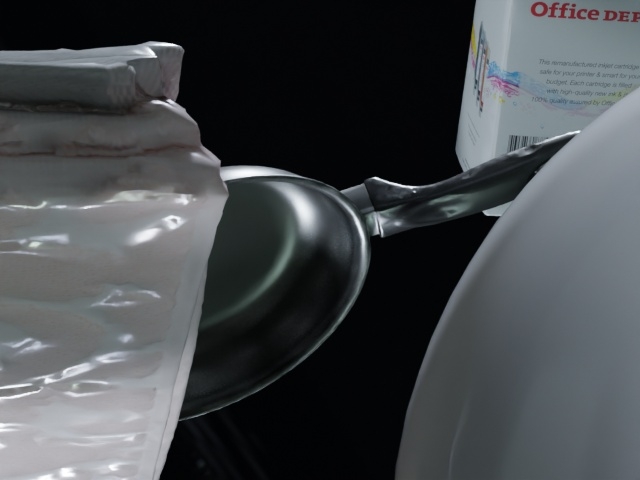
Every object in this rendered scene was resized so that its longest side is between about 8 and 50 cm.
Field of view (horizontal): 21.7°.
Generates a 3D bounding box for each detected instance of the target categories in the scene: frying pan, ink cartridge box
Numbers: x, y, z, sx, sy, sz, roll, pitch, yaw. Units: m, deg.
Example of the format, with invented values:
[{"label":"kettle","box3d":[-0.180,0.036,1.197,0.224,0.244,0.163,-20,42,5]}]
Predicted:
[{"label":"frying pan","box3d":[-0.016,-0.010,0.910,0.197,0.326,0.053,39,-164,-53]},{"label":"ink cartridge box","box3d":[0.179,-0.120,1.222,0.128,0.176,0.127,3,-154,-7]}]

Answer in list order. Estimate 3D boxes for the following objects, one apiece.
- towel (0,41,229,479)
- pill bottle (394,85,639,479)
[{"label":"towel","box3d":[-0.203,0.034,0.465,0.331,0.317,0.053,-1,-113,-11]},{"label":"pill bottle","box3d":[0.163,0.087,0.443,0.210,0.210,0.363,66,-168,18]}]
